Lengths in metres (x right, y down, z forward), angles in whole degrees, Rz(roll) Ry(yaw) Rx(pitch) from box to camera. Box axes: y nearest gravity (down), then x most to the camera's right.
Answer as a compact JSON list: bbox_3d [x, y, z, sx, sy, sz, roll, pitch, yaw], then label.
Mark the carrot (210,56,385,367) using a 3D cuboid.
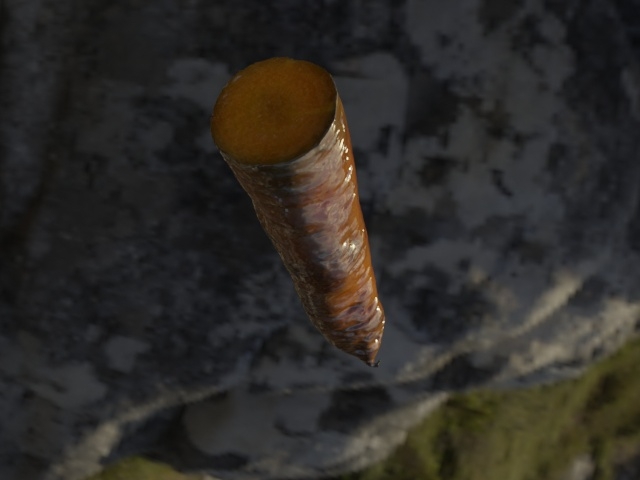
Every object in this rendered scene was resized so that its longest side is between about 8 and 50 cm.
[{"bbox_3d":[0.000,0.000,0.873,0.057,0.057,0.224,-54,154,-19],"label":"carrot"}]
